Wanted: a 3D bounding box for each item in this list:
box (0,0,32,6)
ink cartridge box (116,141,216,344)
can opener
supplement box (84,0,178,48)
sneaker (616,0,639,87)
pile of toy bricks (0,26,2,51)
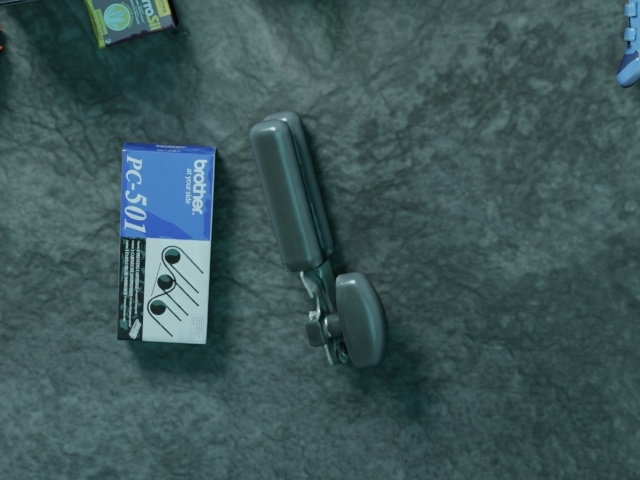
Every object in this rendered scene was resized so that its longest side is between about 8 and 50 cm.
[{"bbox_3d":[-0.289,-0.374,1.821,0.143,0.165,0.270,-9,104,2],"label":"box"},{"bbox_3d":[-0.163,0.004,1.978,0.097,0.046,0.207,3,104,-2],"label":"ink cartridge box"},{"bbox_3d":[0.000,0.000,1.962,0.093,0.074,0.280,-15,102,20],"label":"can opener"},{"bbox_3d":[-0.193,-0.233,1.920,0.083,0.043,0.055,-16,102,3],"label":"supplement box"},{"bbox_3d":[0.331,-0.226,1.920,0.059,0.053,0.144,25,94,-7],"label":"sneaker"},{"bbox_3d":[-0.394,-0.267,1.891,0.212,0.118,0.105,46,67,-1],"label":"pile of toy bricks"}]
